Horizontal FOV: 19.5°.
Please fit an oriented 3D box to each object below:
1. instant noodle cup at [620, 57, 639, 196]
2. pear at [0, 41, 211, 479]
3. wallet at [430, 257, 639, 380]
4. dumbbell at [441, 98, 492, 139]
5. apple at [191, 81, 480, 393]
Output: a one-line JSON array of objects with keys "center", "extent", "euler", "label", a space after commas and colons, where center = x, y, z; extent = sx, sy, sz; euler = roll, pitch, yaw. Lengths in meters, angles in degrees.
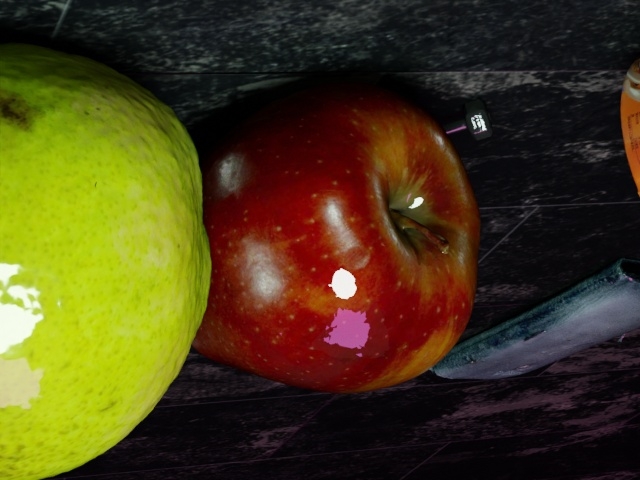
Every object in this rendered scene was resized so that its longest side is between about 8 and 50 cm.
[{"center": [0.412, -0.107, 1.745], "extent": [0.192, 0.250, 0.250], "euler": [-16, 161, 36], "label": "instant noodle cup"}, {"center": [-0.262, 0.014, 1.536], "extent": [0.391, 0.391, 0.391], "euler": [-10, 160, -4], "label": "pear"}, {"center": [0.339, 0.119, 2.549], "extent": [0.191, 0.046, 0.379], "euler": [8, 152, -39], "label": "wallet"}, {"center": [0.129, -0.112, 1.844], "extent": [0.083, 0.036, 0.040], "euler": [-16, 159, 11], "label": "dumbbell"}, {"center": [0.000, 0.000, 1.720], "extent": [0.288, 0.288, 0.317], "euler": [4, 167, -37], "label": "apple"}]
